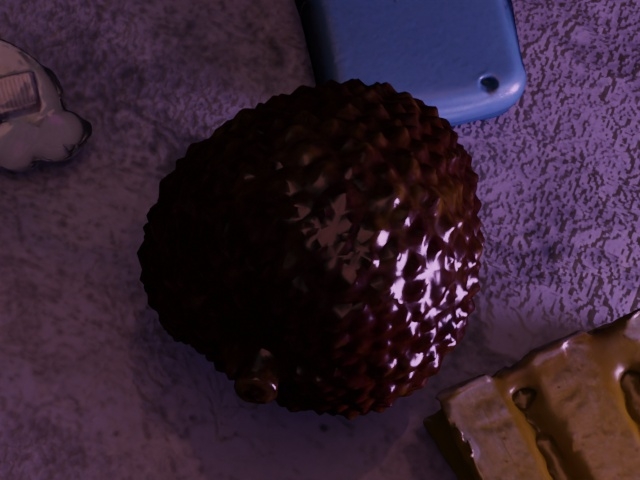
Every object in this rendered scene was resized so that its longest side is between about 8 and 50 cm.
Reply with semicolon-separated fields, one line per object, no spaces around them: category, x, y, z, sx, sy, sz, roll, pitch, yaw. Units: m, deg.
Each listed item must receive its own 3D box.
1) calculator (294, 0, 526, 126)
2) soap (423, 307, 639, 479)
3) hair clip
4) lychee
calculator;0.063;-0.207;1.535;0.173;0.051;0.293;-7;71;-11
soap;0.227;0.217;1.377;0.199;0.091;0.315;-24;75;-15
hair clip;-0.263;-0.098;1.454;0.172;0.049;0.116;-12;76;-14
lychee;0.000;0.000;1.357;0.236;0.236;0.271;24;48;2
